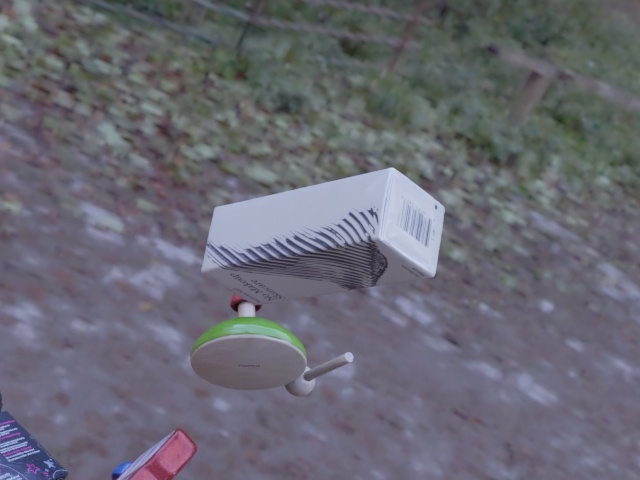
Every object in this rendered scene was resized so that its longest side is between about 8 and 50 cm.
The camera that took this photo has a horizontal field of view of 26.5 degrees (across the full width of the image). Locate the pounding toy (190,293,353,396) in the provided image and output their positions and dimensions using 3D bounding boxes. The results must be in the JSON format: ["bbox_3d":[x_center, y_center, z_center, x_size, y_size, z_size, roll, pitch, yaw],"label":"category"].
[{"bbox_3d":[-0.089,0.155,2.158,0.236,0.183,0.110,16,54,-24],"label":"pounding toy"}]

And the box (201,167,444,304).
[{"bbox_3d":[0.000,0.000,1.576,0.113,0.275,0.094,33,57,-40],"label":"box"}]

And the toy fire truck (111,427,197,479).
[{"bbox_3d":[-0.287,0.368,1.732,0.169,0.302,0.254,46,56,-1],"label":"toy fire truck"}]

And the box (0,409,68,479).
[{"bbox_3d":[-0.495,0.350,1.839,0.142,0.163,0.247,42,19,17],"label":"box"}]

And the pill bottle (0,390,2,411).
[{"bbox_3d":[-0.347,0.098,0.960,0.219,0.123,0.123,29,21,12],"label":"pill bottle"}]
